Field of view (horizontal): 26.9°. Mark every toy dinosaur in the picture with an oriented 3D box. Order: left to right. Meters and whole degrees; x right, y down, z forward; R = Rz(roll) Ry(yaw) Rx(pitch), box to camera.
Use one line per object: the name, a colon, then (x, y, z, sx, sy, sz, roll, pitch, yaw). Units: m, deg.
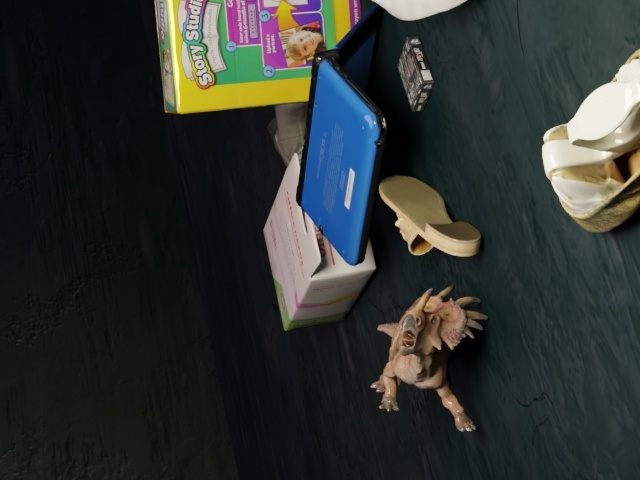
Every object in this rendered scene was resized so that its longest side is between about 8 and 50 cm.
toy dinosaur: (0.147, 0.129, 1.833, 0.296, 0.127, 0.200, -106, 21, -73)

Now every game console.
game console: (0.068, -0.156, 1.997, 0.250, 0.173, 0.293, 51, 149, 36)

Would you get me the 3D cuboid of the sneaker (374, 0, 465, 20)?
sneaker: (0.156, -0.378, 1.590, 0.292, 0.169, 0.108, -34, 49, 32)

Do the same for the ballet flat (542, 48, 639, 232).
ballet flat: (0.275, -0.093, 1.269, 0.348, 0.123, 0.123, 126, 135, -68)

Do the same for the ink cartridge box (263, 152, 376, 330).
ink cartridge box: (0.000, 0.000, 2.274, 0.353, 0.119, 0.207, 117, 143, -67)

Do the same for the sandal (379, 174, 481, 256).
sandal: (0.140, -0.011, 1.835, 0.240, 0.088, 0.079, -133, 45, -57)

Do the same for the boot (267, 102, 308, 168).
boot: (-0.031, -0.172, 2.430, 0.246, 0.083, 0.161, 115, 138, -72)

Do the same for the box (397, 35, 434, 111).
box: (0.134, -0.235, 1.890, 0.067, 0.018, 0.083, 107, 152, -56)

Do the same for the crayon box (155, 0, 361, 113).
crayon box: (-0.101, -0.393, 2.112, 0.106, 0.313, 0.363, -157, 62, -72)
